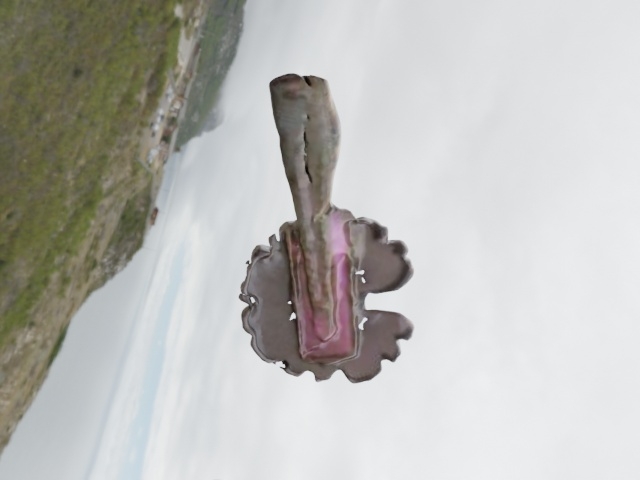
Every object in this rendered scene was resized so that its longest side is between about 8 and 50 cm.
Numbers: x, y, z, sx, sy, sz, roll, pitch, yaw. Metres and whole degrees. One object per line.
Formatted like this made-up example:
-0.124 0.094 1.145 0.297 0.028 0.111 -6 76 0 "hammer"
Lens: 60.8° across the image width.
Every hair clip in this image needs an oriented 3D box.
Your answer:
0.000 -0.005 0.506 0.069 0.173 0.300 -82 168 -65 "hair clip"
